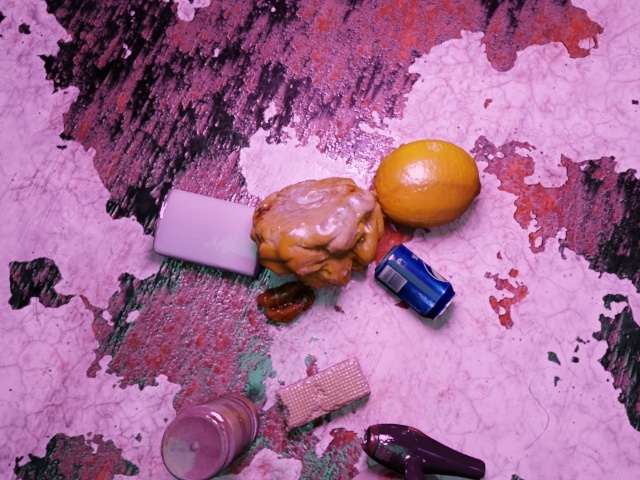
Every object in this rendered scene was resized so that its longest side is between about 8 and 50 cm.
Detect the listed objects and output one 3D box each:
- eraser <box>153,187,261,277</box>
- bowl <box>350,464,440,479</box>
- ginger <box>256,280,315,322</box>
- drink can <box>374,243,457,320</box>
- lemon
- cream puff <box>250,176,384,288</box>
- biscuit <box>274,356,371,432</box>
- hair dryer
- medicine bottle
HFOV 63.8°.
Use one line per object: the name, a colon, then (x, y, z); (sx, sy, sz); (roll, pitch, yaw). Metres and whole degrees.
eraser: (-0.290, -0.022, 1.392); (0.290, 0.104, 0.189); (13, 75, 5)
bowl: (0.186, 0.709, 1.194); (0.337, 0.157, 0.337); (0, 79, 2)
ginger: (-0.081, 0.160, 1.359); (0.162, 0.073, 0.103); (-23, 79, -3)
drink can: (0.244, 0.108, 1.330); (0.205, 0.118, 0.118); (41, 84, 9)
lemon: (0.270, -0.146, 1.323); (0.263, 0.236, 0.236); (-17, 77, -30)
cream puff: (-0.002, 0.001, 1.293); (0.291, 0.257, 0.324); (5, 38, 39)
biscuit: (0.005, 0.391, 1.315); (0.239, 0.062, 0.108); (-23, 79, -1)
hair dryer: (0.247, 0.550, 1.135); (0.304, 0.359, 0.120); (21, 102, -2)
medicine bottle: (-0.243, 0.445, 1.185); (0.151, 0.322, 0.151); (-1, 79, 4)
